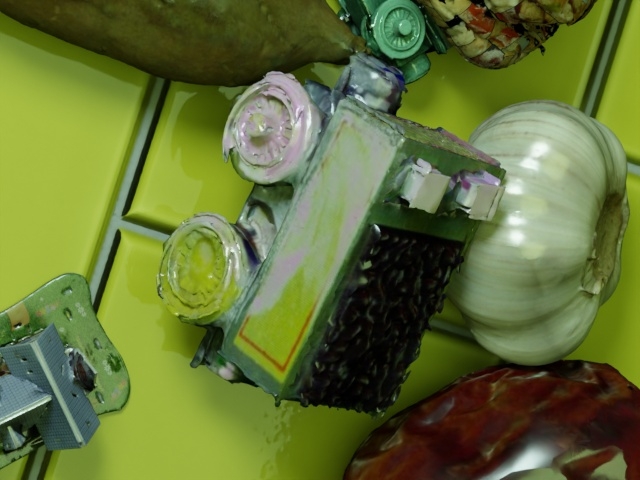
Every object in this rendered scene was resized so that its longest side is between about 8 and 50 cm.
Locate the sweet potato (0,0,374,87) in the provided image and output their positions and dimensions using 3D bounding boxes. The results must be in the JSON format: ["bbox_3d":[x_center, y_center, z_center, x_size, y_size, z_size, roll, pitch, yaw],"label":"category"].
[{"bbox_3d":[-0.137,-0.200,1.363,0.369,0.158,0.158,30,85,-21],"label":"sweet potato"}]

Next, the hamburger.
[{"bbox_3d":[0.141,-0.243,1.412,0.231,0.107,0.231,15,68,-42],"label":"hamburger"}]

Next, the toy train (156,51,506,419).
[{"bbox_3d":[0.000,0.000,1.359,0.134,0.177,0.261,13,107,-47],"label":"toy train"}]

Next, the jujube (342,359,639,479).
[{"bbox_3d":[0.144,0.185,1.431,0.243,0.183,0.183,-27,99,-2],"label":"jujube"}]

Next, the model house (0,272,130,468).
[{"bbox_3d":[-0.218,0.107,1.379,0.167,0.088,0.117,-24,99,-12],"label":"model house"}]

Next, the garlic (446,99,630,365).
[{"bbox_3d":[0.113,-0.011,1.449,0.226,0.199,0.199,7,91,18],"label":"garlic"}]

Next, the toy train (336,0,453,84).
[{"bbox_3d":[0.046,-0.222,1.438,0.132,0.083,0.200,-36,108,-22],"label":"toy train"}]
